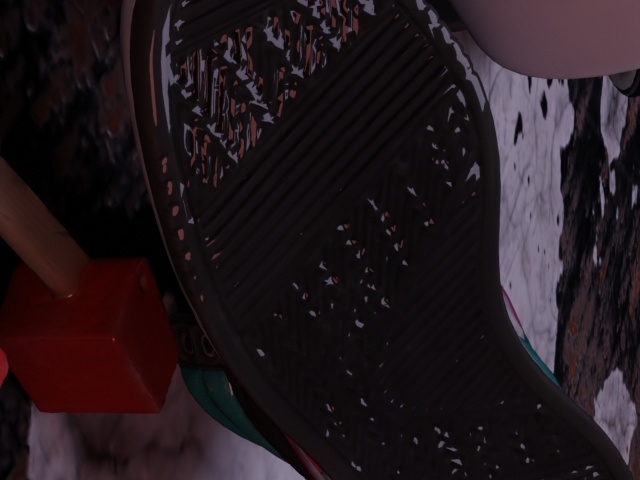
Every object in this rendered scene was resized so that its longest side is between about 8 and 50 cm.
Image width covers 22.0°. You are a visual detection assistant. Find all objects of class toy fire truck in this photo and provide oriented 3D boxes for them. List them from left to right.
[{"bbox_3d":[-0.107,0.014,0.445,0.135,0.047,0.192,-70,150,-41],"label":"toy fire truck"}]

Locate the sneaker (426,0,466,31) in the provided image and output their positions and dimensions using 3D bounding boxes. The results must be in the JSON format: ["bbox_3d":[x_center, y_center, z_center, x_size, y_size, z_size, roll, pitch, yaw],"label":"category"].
[{"bbox_3d":[0.074,-0.243,0.833,0.135,0.098,0.276,-15,106,-68],"label":"sneaker"}]

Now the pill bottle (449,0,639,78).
[{"bbox_3d":[0.036,-0.236,0.470,0.361,0.204,0.204,55,37,-28],"label":"pill bottle"}]

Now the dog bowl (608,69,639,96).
[{"bbox_3d":[0.198,-0.291,0.896,0.408,0.150,0.408,-12,90,-85],"label":"dog bowl"}]

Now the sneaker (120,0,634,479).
[{"bbox_3d":[0.000,0.000,0.569,0.124,0.178,0.295,-34,122,-12],"label":"sneaker"}]
